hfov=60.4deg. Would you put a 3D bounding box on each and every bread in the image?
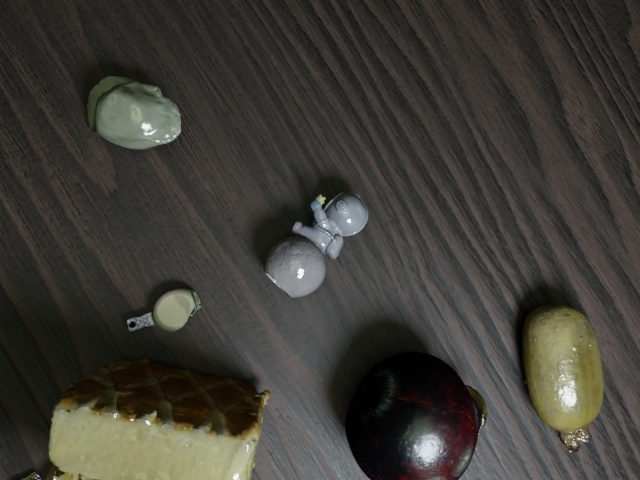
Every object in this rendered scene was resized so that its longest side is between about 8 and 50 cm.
[{"bbox_3d":[-0.304,0.413,1.080,0.370,0.390,0.280,14,90,-5],"label":"bread"}]

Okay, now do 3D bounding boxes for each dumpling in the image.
[{"bbox_3d":[-0.435,-0.294,1.273,0.250,0.132,0.163,13,91,12],"label":"dumpling"}]

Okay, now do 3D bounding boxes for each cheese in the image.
[{"bbox_3d":[-0.356,0.174,1.262,0.171,0.047,0.092,-37,85,-8],"label":"cheese"}]

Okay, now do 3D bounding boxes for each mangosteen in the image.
[{"bbox_3d":[0.204,0.400,1.169,0.300,0.300,0.301,1,83,-5],"label":"mangosteen"}]

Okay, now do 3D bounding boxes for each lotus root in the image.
[{"bbox_3d":[0.561,0.315,1.267,0.169,0.151,0.343,-4,81,-5],"label":"lotus root"}]

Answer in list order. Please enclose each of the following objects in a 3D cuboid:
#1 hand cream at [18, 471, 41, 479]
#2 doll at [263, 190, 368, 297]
[{"bbox_3d":[-0.618,0.594,1.200,0.062,0.039,0.163,-26,80,-5],"label":"hand cream"},{"bbox_3d":[0.000,0.000,1.268,0.151,0.151,0.287,44,79,1],"label":"doll"}]
